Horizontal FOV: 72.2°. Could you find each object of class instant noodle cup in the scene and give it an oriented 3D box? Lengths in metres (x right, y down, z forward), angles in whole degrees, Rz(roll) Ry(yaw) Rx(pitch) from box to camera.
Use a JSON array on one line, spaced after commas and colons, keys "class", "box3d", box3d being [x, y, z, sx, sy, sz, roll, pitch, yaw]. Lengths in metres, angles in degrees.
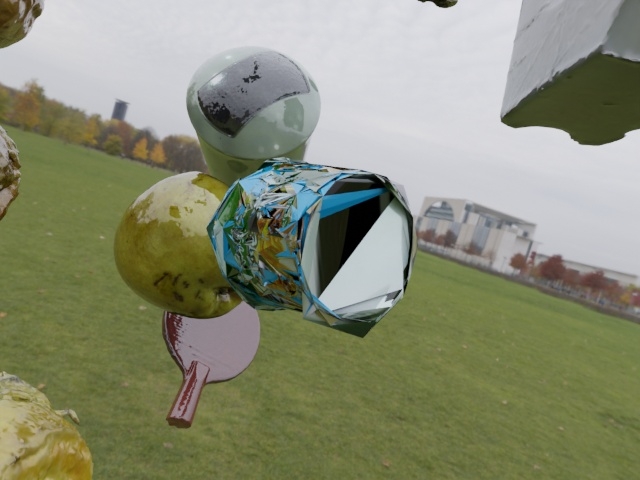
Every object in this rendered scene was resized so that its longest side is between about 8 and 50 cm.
[{"class": "instant noodle cup", "box3d": [0.000, 0.000, 0.582, 0.240, 0.240, 0.178, 15, -3, -35]}]

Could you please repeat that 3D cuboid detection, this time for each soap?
[{"class": "soap", "box3d": [0.448, -0.389, 0.608, 0.213, 0.435, 0.350, 12, -1, -6]}]

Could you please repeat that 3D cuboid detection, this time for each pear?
[{"class": "pear", "box3d": [-0.264, 0.020, 0.937, 0.304, 0.303, 0.304, 17, 3, -1]}]

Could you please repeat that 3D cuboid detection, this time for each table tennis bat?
[{"class": "table tennis bat", "box3d": [-0.276, 0.252, 1.082, 0.268, 0.051, 0.414, 36, 38, -22]}]

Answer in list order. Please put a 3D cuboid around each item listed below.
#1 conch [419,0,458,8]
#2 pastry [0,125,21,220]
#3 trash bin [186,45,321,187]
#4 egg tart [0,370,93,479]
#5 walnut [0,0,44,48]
[{"class": "conch", "box3d": [0.352, -0.765, 1.327, 0.207, 0.130, 0.155, 5, -31, 20]}, {"class": "pastry", "box3d": [-0.449, -0.060, 0.469, 0.240, 0.235, 0.132, -7, -42, 16]}, {"class": "trash bin", "box3d": [-0.157, -0.247, 1.060, 0.280, 0.280, 0.432, 17, -20, -2]}, {"class": "egg tart", "box3d": [-0.434, 0.362, 0.584, 0.169, 0.387, 0.388, -4, 3, 2]}, {"class": "walnut", "box3d": [-0.417, -0.315, 0.512, 0.167, 0.167, 0.207, 16, 10, -23]}]
